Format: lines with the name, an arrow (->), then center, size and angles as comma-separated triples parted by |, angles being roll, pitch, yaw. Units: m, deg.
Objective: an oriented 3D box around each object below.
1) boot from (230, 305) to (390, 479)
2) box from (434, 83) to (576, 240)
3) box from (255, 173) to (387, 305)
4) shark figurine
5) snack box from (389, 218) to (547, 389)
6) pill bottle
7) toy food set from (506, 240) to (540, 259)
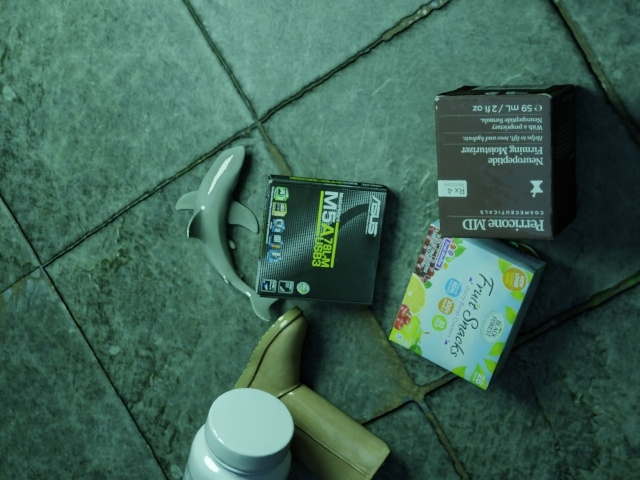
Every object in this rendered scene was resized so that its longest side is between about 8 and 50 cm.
boot -> 0.004, 0.264, 2.033 | 0.269, 0.089, 0.236 | 37, 125, 12
box -> 0.266, -0.116, 1.798 | 0.168, 0.167, 0.203 | 1, 102, 22
box -> 0.000, 0.000, 1.956 | 0.184, 0.045, 0.190 | 6, 104, -7
shark figurine -> -0.166, 0.004, 2.029 | 0.166, 0.116, 0.278 | -15, 94, 25
snack box -> 0.219, 0.092, 1.900 | 0.174, 0.070, 0.207 | 28, 117, 19
pill bottle -> -0.136, 0.377, 2.023 | 0.160, 0.160, 0.283 | 30, 132, 14
toy food set -> 0.291, 0.043, 1.903 | 0.082, 0.020, 0.083 | 40, 113, 10
